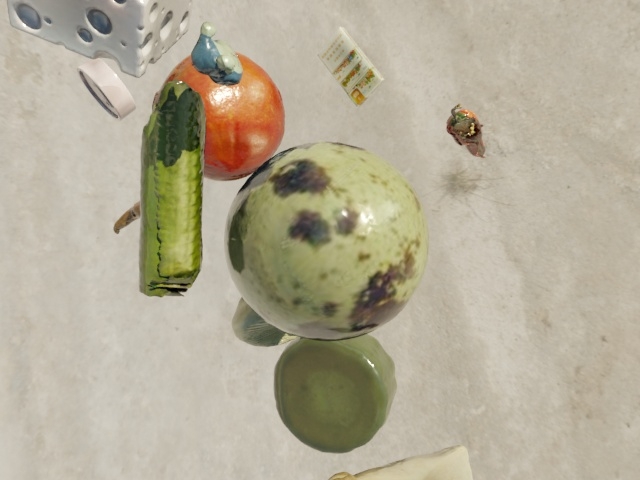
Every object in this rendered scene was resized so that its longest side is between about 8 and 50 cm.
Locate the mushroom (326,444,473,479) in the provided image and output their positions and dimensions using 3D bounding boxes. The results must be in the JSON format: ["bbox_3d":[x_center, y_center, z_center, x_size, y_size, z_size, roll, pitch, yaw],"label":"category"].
[{"bbox_3d":[0.183,0.543,1.059,0.407,0.137,0.154,6,71,-35],"label":"mushroom"}]

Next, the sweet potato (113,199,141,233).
[{"bbox_3d":[-0.474,-0.068,1.285,0.214,0.050,0.050,-20,99,37],"label":"sweet potato"}]

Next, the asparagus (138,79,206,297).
[{"bbox_3d":[-0.246,-0.077,0.838,0.108,0.128,0.381,9,113,-1],"label":"asparagus"}]

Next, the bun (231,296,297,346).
[{"bbox_3d":[-0.113,0.177,1.260,0.231,0.231,0.133,-15,60,-5],"label":"bun"}]

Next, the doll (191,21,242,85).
[{"bbox_3d":[-0.133,-0.236,0.645,0.050,0.083,0.076,-27,86,14],"label":"doll"}]

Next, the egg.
[{"bbox_3d":[0.000,0.000,0.901,0.345,0.428,0.344,-1,93,-21],"label":"egg"}]

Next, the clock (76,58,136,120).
[{"bbox_3d":[-0.682,-0.482,1.598,0.068,0.197,0.197,-44,98,-19],"label":"clock"}]

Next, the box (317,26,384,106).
[{"bbox_3d":[0.093,-0.546,1.580,0.122,0.032,0.220,-42,79,33],"label":"box"}]

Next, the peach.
[{"bbox_3d":[-0.279,-0.338,1.373,0.373,0.372,0.290,-34,56,-3],"label":"peach"}]

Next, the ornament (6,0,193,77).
[{"bbox_3d":[-0.371,-0.481,0.878,0.240,0.239,0.239,22,135,-5],"label":"ornament"}]

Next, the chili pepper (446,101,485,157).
[{"bbox_3d":[0.284,-0.210,0.963,0.059,0.268,0.050,-32,69,21],"label":"chili pepper"}]

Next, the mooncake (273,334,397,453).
[{"bbox_3d":[0.041,0.420,1.466,0.357,0.194,0.356,2,95,19],"label":"mooncake"}]
